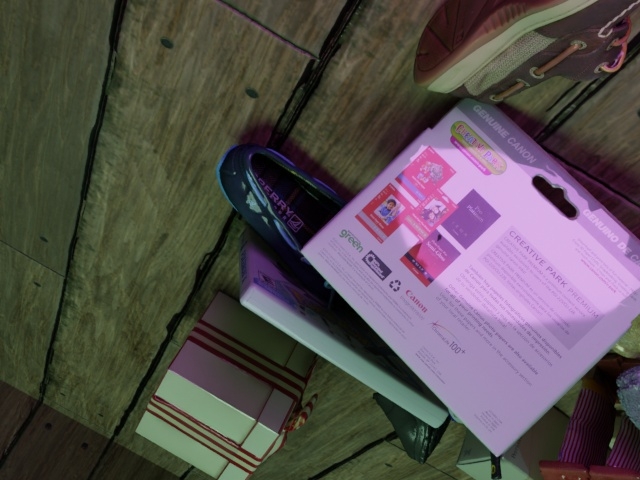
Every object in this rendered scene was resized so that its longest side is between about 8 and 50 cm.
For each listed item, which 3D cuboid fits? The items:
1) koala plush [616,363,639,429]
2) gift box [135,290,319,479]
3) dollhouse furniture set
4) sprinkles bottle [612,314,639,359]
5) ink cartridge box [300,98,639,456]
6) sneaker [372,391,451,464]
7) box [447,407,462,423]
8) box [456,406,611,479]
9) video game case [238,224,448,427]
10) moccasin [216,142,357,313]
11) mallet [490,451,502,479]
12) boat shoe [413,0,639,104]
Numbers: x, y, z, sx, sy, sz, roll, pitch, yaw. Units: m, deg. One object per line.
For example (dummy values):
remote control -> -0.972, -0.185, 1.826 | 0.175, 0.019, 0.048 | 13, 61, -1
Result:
koala plush -> 0.510, 0.188, 1.108 | 0.196, 0.221, 0.203 | -32, 86, 48
gift box -> -0.144, 0.266, 1.704 | 0.258, 0.276, 0.255 | 32, 137, -1
dollhouse furniture set -> 0.484, 0.351, 1.375 | 0.152, 0.201, 0.374 | -3, 138, 41
sprinkles bottle -> 0.438, 0.026, 0.992 | 0.121, 0.121, 0.355 | 32, 150, -8
ink cartridge box -> 0.185, 0.034, 1.052 | 0.309, 0.272, 0.130 | 47, -179, 11
sneaker -> 0.160, 0.295, 1.664 | 0.130, 0.109, 0.286 | 23, 144, 27
box -> 0.236, 0.189, 1.383 | 0.072, 0.137, 0.126 | 8, 145, 28
box -> 0.393, 0.391, 1.566 | 0.311, 0.148, 0.121 | 36, 148, -18
video game case -> 0.023, 0.114, 1.354 | 0.329, 0.036, 0.300 | 34, -170, -14
moccasin -> 0.000, 0.000, 1.269 | 0.342, 0.138, 0.117 | 35, 165, -15
mallet -> 0.276, 0.274, 1.452 | 0.039, 0.190, 0.062 | 12, 149, -31
boat shoe -> 0.223, -0.205, 0.826 | 0.123, 0.123, 0.342 | 24, 153, -23
